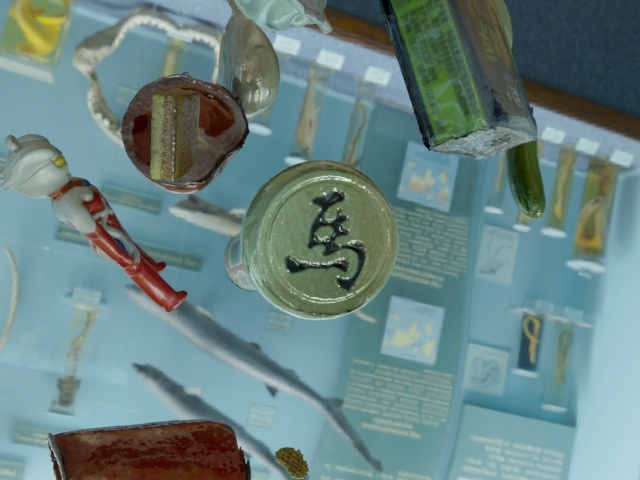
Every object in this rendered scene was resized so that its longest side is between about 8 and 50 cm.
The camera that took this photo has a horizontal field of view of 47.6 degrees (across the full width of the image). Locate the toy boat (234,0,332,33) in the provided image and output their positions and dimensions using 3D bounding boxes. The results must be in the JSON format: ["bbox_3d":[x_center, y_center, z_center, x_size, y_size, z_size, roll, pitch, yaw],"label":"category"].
[{"bbox_3d":[-0.078,-0.395,1.091,0.100,0.199,0.290,-27,160,20],"label":"toy boat"}]

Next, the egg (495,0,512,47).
[{"bbox_3d":[0.398,-0.556,1.923,0.218,0.295,0.218,3,176,0],"label":"egg"}]

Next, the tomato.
[{"bbox_3d":[-0.243,-0.176,1.267,0.199,0.228,0.112,43,151,4],"label":"tomato"}]

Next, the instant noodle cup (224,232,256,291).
[{"bbox_3d":[-0.091,0.029,1.446,0.193,0.193,0.212,17,162,-28],"label":"instant noodle cup"}]

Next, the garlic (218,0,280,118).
[{"bbox_3d":[-0.142,-0.344,1.361,0.148,0.267,0.128,17,-152,14],"label":"garlic"}]

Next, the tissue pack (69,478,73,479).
[{"bbox_3d":[-0.285,0.403,0.751,0.124,0.225,0.185,-10,138,-19],"label":"tissue pack"}]

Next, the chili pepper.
[{"bbox_3d":[-0.291,0.421,1.202,0.305,0.229,0.251,1,-143,-25],"label":"chili pepper"}]

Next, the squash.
[{"bbox_3d":[0.405,-0.159,1.449,0.069,0.258,0.069,0,156,0],"label":"squash"}]

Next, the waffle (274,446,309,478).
[{"bbox_3d":[-0.063,0.505,1.647,0.078,0.016,0.085,-3,-132,-48],"label":"waffle"}]

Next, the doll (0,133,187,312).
[{"bbox_3d":[-0.374,-0.032,1.196,0.384,0.099,0.188,48,174,-39],"label":"doll"}]

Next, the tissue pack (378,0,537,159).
[{"bbox_3d":[0.203,-0.329,1.128,0.124,0.394,0.288,-21,173,30],"label":"tissue pack"}]

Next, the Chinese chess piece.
[{"bbox_3d":[0.000,0.000,1.132,0.250,0.250,0.101,15,-179,-17],"label":"Chinese chess piece"}]

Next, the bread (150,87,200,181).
[{"bbox_3d":[-0.164,-0.121,0.819,0.035,0.094,0.090,7,-164,5],"label":"bread"}]
